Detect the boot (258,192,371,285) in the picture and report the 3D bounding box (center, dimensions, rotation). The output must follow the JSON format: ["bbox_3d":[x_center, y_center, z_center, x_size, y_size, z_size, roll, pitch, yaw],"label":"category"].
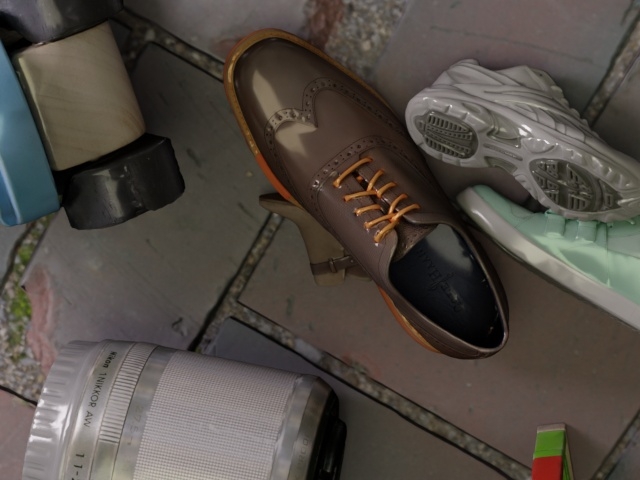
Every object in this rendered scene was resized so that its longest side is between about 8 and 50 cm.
[{"bbox_3d":[0.000,0.000,1.711,0.118,0.042,0.087,4,111,8],"label":"boot"}]

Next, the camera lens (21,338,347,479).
[{"bbox_3d":[-0.123,0.216,1.714,0.274,0.219,0.219,11,111,6],"label":"camera lens"}]

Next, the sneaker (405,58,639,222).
[{"bbox_3d":[0.199,-0.102,1.598,0.232,0.115,0.090,27,145,11],"label":"sneaker"}]

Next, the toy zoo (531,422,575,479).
[{"bbox_3d":[0.218,0.315,1.649,0.030,0.293,0.192,-8,107,13],"label":"toy zoo"}]

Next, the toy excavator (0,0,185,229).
[{"bbox_3d":[-0.395,-0.102,1.630,0.445,0.433,0.222,-20,107,-13],"label":"toy excavator"}]

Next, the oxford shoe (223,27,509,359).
[{"bbox_3d":[0.054,-0.044,1.620,0.130,0.133,0.364,-43,101,-4],"label":"oxford shoe"}]

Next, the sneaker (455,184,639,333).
[{"bbox_3d":[0.259,-0.020,1.645,0.256,0.094,0.151,30,89,13],"label":"sneaker"}]
